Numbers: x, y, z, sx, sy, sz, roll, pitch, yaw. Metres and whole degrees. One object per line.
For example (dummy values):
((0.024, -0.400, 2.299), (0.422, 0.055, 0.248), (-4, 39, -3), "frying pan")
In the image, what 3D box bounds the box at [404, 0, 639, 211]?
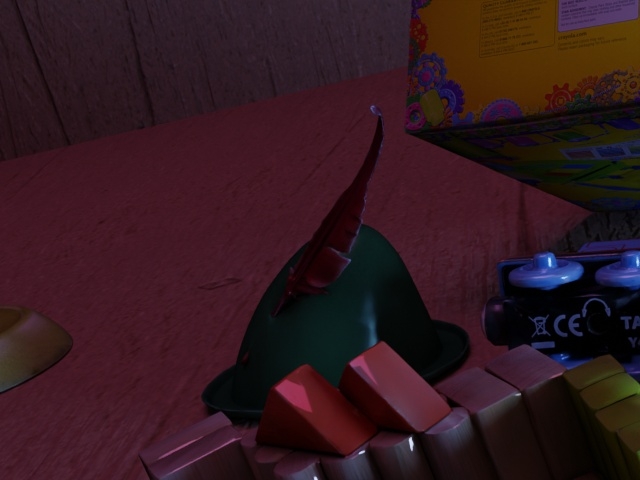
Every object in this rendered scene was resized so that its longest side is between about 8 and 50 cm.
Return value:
((0.258, -0.139, 1.105), (0.290, 0.177, 0.279), (-5, -14, 37), "box")

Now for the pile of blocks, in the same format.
((0.050, 0.097, 0.589), (0.362, 0.112, 0.149), (-16, 17, 21), "pile of blocks")

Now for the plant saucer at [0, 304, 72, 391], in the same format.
((-0.326, 0.100, 1.275), (0.241, 0.037, 0.241), (-13, 12, 3), "plant saucer")

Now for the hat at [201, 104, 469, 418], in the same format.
((0.000, 0.000, 0.992), (0.208, 0.183, 0.173), (-7, 13, 30), "hat")

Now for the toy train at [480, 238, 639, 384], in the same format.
((0.186, 0.035, 0.874), (0.184, 0.080, 0.105), (-5, 10, 23), "toy train")
